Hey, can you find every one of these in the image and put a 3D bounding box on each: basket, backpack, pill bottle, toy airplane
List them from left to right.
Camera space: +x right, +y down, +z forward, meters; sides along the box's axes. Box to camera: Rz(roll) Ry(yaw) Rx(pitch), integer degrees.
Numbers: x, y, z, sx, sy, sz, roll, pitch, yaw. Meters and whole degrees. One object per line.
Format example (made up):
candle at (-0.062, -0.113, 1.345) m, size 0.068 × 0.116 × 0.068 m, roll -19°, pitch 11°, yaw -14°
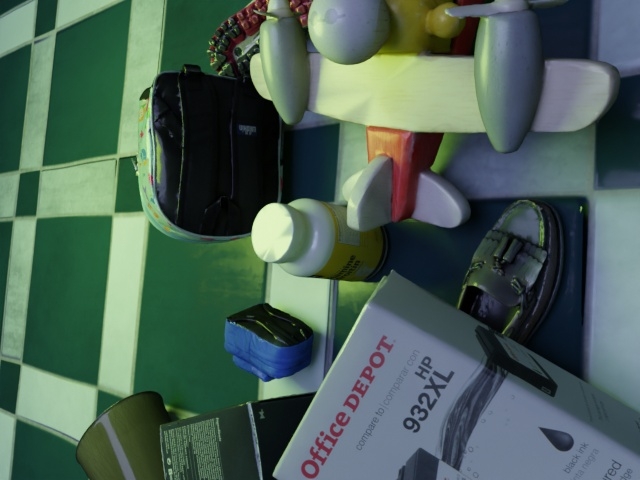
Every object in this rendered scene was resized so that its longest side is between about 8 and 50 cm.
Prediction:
basket at (-0.295, 0.411, 1.055) m, size 0.227 × 0.154 × 0.204 m, roll 47°, pitch 116°, yaw 31°
backpack at (-0.176, -0.120, 0.972) m, size 0.191 × 0.225 × 0.254 m, roll -17°, pitch 76°, yaw 61°
backpack at (-0.070, 0.158, 0.927) m, size 0.120 × 0.098 × 0.101 m, roll 17°, pitch 117°, yaw 32°
pill bottle at (0.000, 0.000, 0.824) m, size 0.103 × 0.184 × 0.103 m, roll -7°, pitch 80°, yaw 41°
toy airplane at (0.081, -0.196, 0.722) m, size 0.386 × 0.272 × 0.385 m, roll -37°, pitch 62°, yaw 31°

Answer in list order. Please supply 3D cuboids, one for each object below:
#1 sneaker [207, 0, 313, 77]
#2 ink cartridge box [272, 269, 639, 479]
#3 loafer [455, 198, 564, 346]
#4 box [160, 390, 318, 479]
sneaker at (-0.054, -0.374, 0.977) m, size 0.299 × 0.112 × 0.121 m, roll -33°, pitch 104°, yaw 21°
ink cartridge box at (0.141, 0.210, 0.627) m, size 0.307 × 0.129 × 0.223 m, roll 30°, pitch 107°, yaw 9°
loafer at (0.199, 0.078, 0.706) m, size 0.096 × 0.084 × 0.268 m, roll 24°, pitch 100°, yaw 42°
box at (-0.109, 0.297, 0.900) m, size 0.207 × 0.153 × 0.108 m, roll -24°, pitch 69°, yaw 37°
